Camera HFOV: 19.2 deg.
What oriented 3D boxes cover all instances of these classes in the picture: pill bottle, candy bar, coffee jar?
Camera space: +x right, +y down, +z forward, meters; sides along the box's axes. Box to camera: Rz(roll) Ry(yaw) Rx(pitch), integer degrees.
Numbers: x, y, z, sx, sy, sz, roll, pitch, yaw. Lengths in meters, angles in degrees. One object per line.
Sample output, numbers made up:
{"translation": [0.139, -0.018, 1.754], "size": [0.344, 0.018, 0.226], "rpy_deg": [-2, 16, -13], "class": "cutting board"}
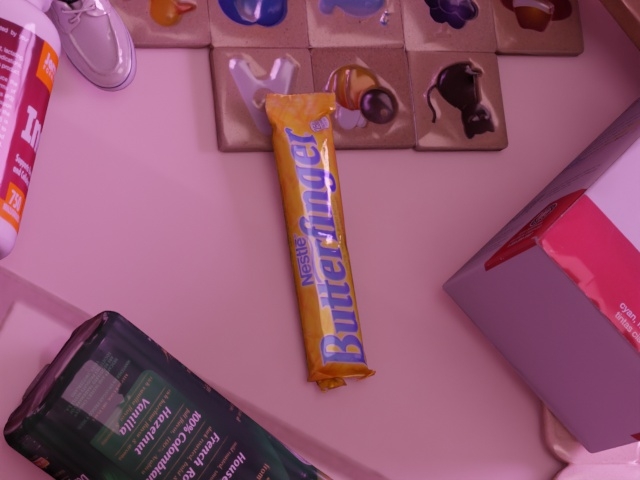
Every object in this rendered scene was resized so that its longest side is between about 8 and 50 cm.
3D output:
{"translation": [-0.176, -0.071, 0.925], "size": [0.086, 0.086, 0.152], "rpy_deg": [16, 73, -17], "class": "pill bottle"}
{"translation": [0.000, 0.000, 1.005], "size": [0.040, 0.018, 0.161], "rpy_deg": [-6, 84, -23], "class": "candy bar"}
{"translation": [-0.059, 0.118, 0.917], "size": [0.184, 0.096, 0.079], "rpy_deg": [38, 70, -8], "class": "coffee jar"}

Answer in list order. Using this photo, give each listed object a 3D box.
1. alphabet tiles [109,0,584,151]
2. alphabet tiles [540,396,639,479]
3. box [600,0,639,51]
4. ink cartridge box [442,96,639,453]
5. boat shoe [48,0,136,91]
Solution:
{"translation": [0.008, -0.215, 1.072], "size": [0.285, 0.011, 0.342], "rpy_deg": [-2, 77, -22], "class": "alphabet tiles"}
{"translation": [0.251, 0.099, 1.080], "size": [0.278, 0.021, 0.284], "rpy_deg": [0, 77, -18], "class": "alphabet tiles"}
{"translation": [0.255, -0.119, 1.113], "size": [0.201, 0.021, 0.164], "rpy_deg": [51, 50, -3], "class": "box"}
{"translation": [0.183, 0.003, 0.999], "size": [0.127, 0.128, 0.176], "rpy_deg": [47, 68, -2], "class": "ink cartridge box"}
{"translation": [-0.126, -0.124, 0.979], "size": [0.035, 0.035, 0.100], "rpy_deg": [-23, 84, 3], "class": "boat shoe"}
